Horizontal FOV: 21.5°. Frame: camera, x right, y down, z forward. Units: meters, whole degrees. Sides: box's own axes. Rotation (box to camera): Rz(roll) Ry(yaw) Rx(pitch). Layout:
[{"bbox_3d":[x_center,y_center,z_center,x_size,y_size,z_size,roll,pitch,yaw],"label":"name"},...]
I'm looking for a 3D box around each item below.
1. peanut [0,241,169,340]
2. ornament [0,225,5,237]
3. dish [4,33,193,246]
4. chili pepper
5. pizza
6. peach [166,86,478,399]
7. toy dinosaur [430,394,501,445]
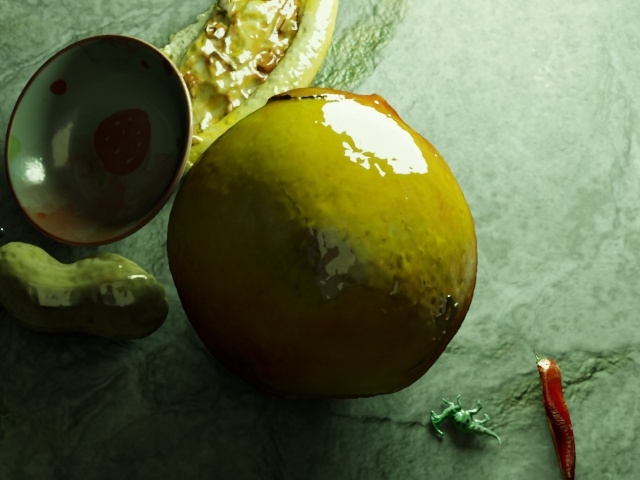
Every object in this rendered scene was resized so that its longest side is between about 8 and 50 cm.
[{"bbox_3d":[-0.292,0.061,1.995,0.229,0.103,0.098,9,113,2],"label":"peanut"},{"bbox_3d":[-0.431,0.062,1.959,0.081,0.088,0.203,23,99,9],"label":"ornament"},{"bbox_3d":[-0.251,-0.113,2.044,0.260,0.085,0.260,-5,78,23],"label":"dish"},{"bbox_3d":[0.279,0.211,1.977,0.027,0.045,0.178,-11,75,4],"label":"chili pepper"},{"bbox_3d":[-0.095,-0.236,2.121,0.182,0.074,0.365,38,72,3],"label":"pizza"},{"bbox_3d":[0.002,0.000,1.914,0.373,0.290,0.372,-6,78,30],"label":"peach"},{"bbox_3d":[0.168,0.217,1.984,0.062,0.021,0.083,-29,68,-4],"label":"toy dinosaur"}]
